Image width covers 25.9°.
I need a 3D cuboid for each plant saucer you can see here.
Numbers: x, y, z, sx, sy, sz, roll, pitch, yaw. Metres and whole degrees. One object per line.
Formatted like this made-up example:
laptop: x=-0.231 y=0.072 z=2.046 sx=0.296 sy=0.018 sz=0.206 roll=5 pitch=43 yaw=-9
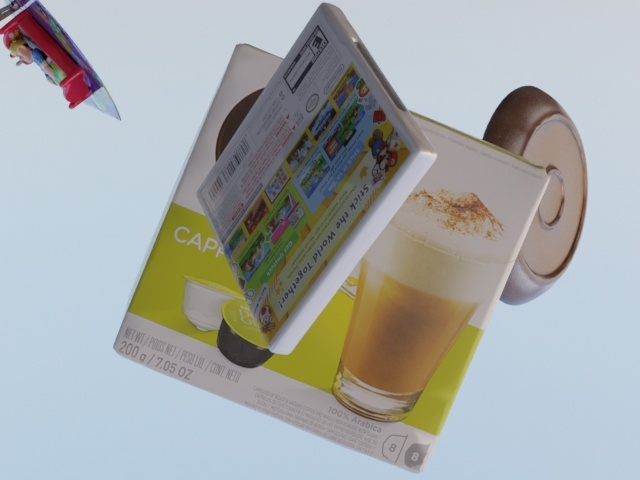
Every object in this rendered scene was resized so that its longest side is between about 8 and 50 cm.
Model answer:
plant saucer: x=0.305 y=-0.060 z=1.948 sx=0.050 sy=0.311 sz=0.310 roll=7 pitch=-159 yaw=34

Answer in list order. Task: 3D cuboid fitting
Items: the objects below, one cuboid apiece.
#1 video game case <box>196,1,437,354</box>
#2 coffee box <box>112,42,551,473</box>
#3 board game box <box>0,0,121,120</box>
video game case: x=-0.012 y=-0.054 z=1.176 sx=0.026 sy=0.227 sz=0.206 roll=14 pitch=-146 yaw=-38
coffee box: x=0.000 y=0.000 z=1.501 sx=0.337 sy=0.334 sz=0.338 roll=23 pitch=-176 yaw=-6
board game box: x=-0.231 y=-0.150 z=1.161 sx=0.033 sy=0.133 sz=0.168 roll=-40 pitch=-151 yaw=-12
